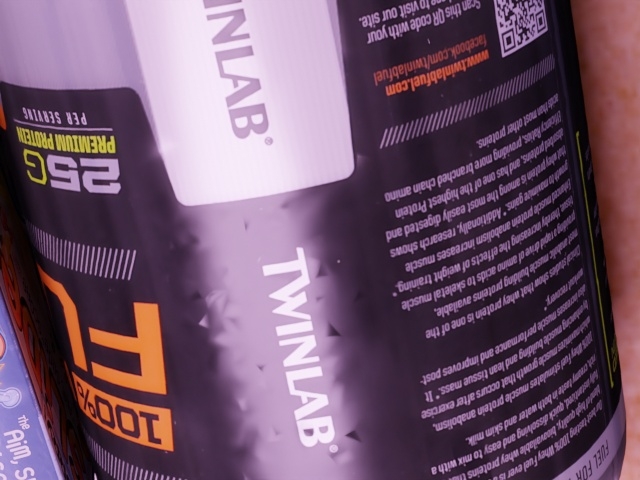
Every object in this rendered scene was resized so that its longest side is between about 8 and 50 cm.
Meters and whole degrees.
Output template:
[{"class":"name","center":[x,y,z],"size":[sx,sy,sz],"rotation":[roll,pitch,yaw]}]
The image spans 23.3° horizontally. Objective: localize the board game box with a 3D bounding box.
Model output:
[{"class":"board game box","center":[-0.117,-0.001,0.528],"size":[0.035,0.136,0.201],"rotation":[-12,120,-1]}]

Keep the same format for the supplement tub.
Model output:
[{"class":"supplement tub","center":[0.000,0.000,0.537],"size":[0.194,0.193,0.316],"rotation":[-4,112,20]}]

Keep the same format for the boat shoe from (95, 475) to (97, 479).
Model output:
[{"class":"boat shoe","center":[-0.152,0.010,0.666],"size":[0.099,0.116,0.319],"rotation":[38,141,50]}]
